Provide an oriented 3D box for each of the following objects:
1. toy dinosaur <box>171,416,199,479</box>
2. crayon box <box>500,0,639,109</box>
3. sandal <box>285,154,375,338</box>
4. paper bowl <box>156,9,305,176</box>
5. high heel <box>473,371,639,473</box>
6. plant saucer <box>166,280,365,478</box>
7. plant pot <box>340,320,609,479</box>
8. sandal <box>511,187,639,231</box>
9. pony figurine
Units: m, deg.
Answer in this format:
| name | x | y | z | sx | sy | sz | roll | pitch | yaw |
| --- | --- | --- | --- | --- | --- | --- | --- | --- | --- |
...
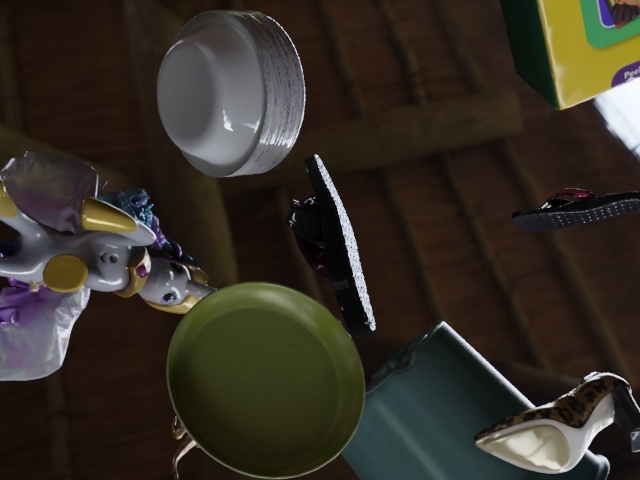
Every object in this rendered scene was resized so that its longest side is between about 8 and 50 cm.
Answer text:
| name | x | y | z | sx | sy | sz | roll | pitch | yaw |
| --- | --- | --- | --- | --- | --- | --- | --- | --- | --- |
| toy dinosaur | -0.172 | 0.270 | 1.799 | 0.211 | 0.112 | 0.064 | -40 | -85 | -37 |
| crayon box | 0.328 | -0.332 | 1.144 | 0.106 | 0.363 | 0.313 | -121 | 10 | -56 |
| sandal | -0.001 | -0.001 | 2.253 | 0.446 | 0.107 | 0.167 | -102 | -10 | -52 |
| paper bowl | -0.171 | -0.249 | 2.162 | 0.148 | 0.284 | 0.284 | -10 | -118 | -42 |
| high heel | 0.337 | 0.254 | 1.854 | 0.261 | 0.093 | 0.186 | -3 | -157 | -6 |
| plant saucer | -0.066 | 0.165 | 1.483 | 0.241 | 0.037 | 0.241 | 8 | -117 | -17 |
| plant pot | 0.204 | 0.326 | 1.949 | 0.334 | 0.341 | 0.341 | 49 | -154 | 2 |
| sandal | 0.347 | -0.048 | 1.714 | 0.067 | 0.179 | 0.040 | 58 | -157 | -68 |
| pony figurine | -0.319 | 0.024 | 1.503 | 0.363 | 0.351 | 0.303 | 31 | -114 | -68 |
